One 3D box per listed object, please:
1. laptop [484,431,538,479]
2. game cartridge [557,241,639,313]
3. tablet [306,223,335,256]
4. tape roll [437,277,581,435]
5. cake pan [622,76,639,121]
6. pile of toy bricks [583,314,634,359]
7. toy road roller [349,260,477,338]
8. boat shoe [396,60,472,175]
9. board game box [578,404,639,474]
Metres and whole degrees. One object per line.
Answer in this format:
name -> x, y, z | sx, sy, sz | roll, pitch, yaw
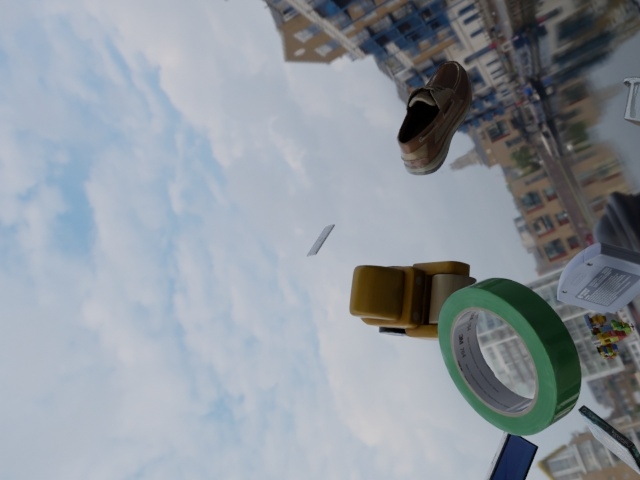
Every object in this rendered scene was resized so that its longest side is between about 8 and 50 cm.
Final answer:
laptop -> 0.640, 0.759, 1.957 | 0.234, 0.137, 0.264 | -62, -18, -14
game cartridge -> 0.788, 0.107, 1.640 | 0.297, 0.198, 0.062 | 95, -162, -60
tablet -> 0.000, 0.000, 1.291 | 0.006, 0.054, 0.083 | 37, -108, -15
tape roll -> 0.381, 0.239, 1.225 | 0.077, 0.321, 0.321 | -19, -98, -27
cake pan -> 0.539, -0.146, 0.773 | 0.294, 0.054, 0.293 | 17, -164, -5
pile of toy bricks -> 0.793, 0.246, 1.592 | 0.212, 0.105, 0.118 | 38, -141, -49
toy road roller -> 0.227, 0.154, 1.571 | 0.241, 0.330, 0.202 | 17, -106, -40
boat shoe -> 0.261, -0.303, 1.352 | 0.116, 0.123, 0.324 | 47, -126, -41
board game box -> 0.775, 0.528, 1.556 | 0.126, 0.026, 0.186 | 54, 177, -21
